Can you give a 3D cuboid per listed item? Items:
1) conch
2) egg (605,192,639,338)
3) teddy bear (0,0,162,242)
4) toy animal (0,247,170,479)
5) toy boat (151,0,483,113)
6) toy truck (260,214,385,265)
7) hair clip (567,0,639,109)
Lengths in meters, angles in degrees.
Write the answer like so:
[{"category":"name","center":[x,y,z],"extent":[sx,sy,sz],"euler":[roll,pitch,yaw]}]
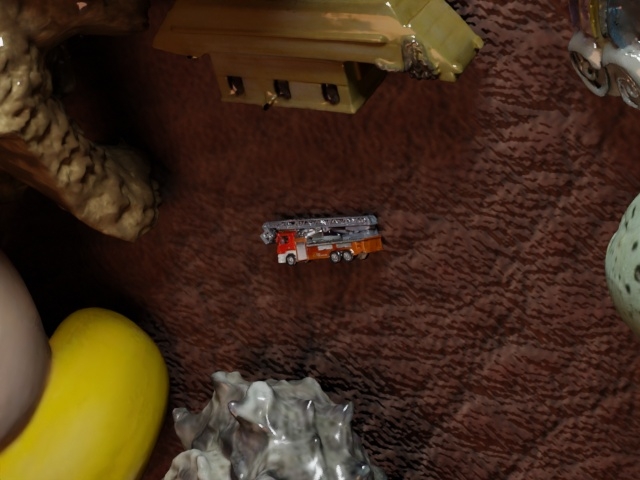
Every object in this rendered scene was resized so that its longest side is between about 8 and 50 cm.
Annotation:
[{"category":"conch","center":[-0.038,0.216,1.041],"extent":[0.241,0.186,0.313],"euler":[49,161,33]},{"category":"egg","center":[0.210,0.010,0.741],"extent":[0.164,0.131,0.131],"euler":[-16,112,47]},{"category":"teddy bear","center":[-0.214,-0.144,0.923],"extent":[0.246,0.223,0.296],"euler":[10,170,22]},{"category":"toy animal","center":[-0.304,0.123,1.052],"extent":[0.246,0.278,0.345],"euler":[15,163,44]},{"category":"toy boat","center":[-0.004,-0.113,0.850],"extent":[0.200,0.057,0.077],"euler":[7,130,30]},{"category":"toy truck","center":[0.000,0.000,0.951],"extent":[0.083,0.024,0.032],"euler":[-5,96,35]},{"category":"hair clip","center":[0.170,-0.107,0.702],"extent":[0.172,0.049,0.116],"euler":[26,136,53]}]
